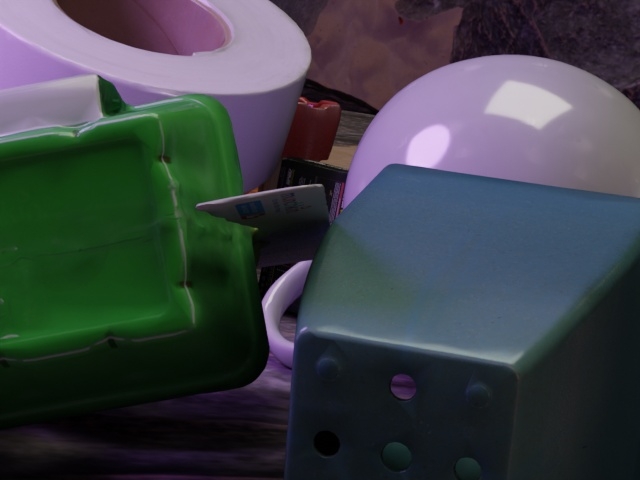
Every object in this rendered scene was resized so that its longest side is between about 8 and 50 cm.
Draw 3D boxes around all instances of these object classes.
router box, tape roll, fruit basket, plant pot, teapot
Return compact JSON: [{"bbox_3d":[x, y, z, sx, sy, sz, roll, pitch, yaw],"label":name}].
[{"bbox_3d":[0.000,0.000,1.429,0.038,0.122,0.092,7,6,-39],"label":"router box"},{"bbox_3d":[-0.154,-0.141,1.444,0.286,0.100,0.286,15,27,-8],"label":"tape roll"},{"bbox_3d":[-0.153,0.011,0.995,0.327,0.165,0.353,-10,0,2],"label":"fruit basket"},{"bbox_3d":[0.069,0.071,0.905,0.166,0.165,0.234,9,15,18],"label":"plant pot"},{"bbox_3d":[0.120,0.010,1.233,0.253,0.256,0.187,25,39,-6],"label":"teapot"}]

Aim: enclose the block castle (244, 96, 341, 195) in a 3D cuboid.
[{"bbox_3d":[-0.234,-0.112,1.700,0.453,0.212,0.303,3,9,-18],"label":"block castle"}]
